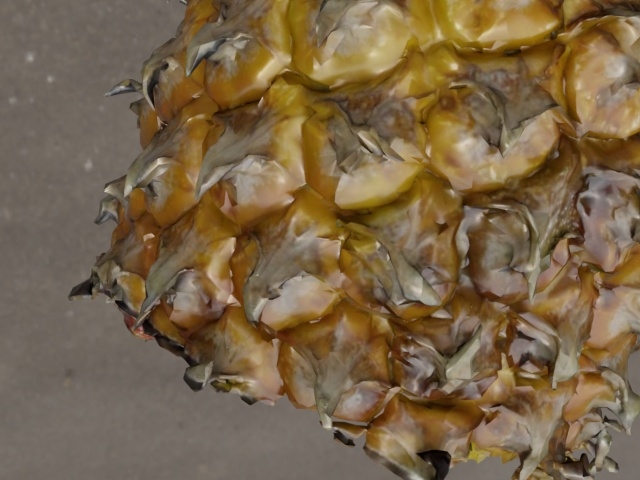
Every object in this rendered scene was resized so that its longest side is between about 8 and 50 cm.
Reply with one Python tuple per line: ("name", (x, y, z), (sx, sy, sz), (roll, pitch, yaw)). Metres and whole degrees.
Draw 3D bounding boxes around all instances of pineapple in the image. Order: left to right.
("pineapple", (0.063, -0.045, 0.692), (0.352, 0.352, 0.300), (12, 109, -47))

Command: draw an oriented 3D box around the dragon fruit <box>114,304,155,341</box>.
("dragon fruit", (-0.170, 0.029, 1.387), (0.125, 0.125, 0.246), (1, 147, -2))
